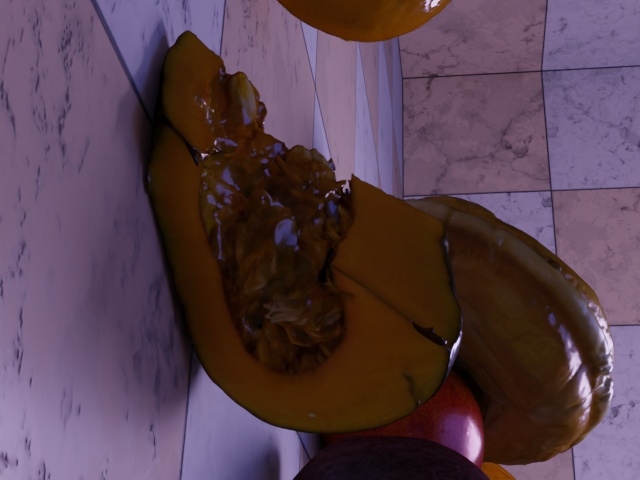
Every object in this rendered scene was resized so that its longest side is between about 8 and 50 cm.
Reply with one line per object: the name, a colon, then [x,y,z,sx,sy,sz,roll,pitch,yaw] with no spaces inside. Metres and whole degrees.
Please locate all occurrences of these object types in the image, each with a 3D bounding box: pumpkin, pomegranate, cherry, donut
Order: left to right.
pumpkin: [0.000,0.001,0.740,0.139,0.190,0.280,-80,166,-53]
cherry: [0.063,0.294,1.025,0.239,0.239,0.206,-23,89,-82]
pomegranate: [0.098,0.241,1.402,0.221,0.221,0.256,80,-17,-49]
donut: [0.205,0.135,1.526,0.198,0.449,0.449,-44,142,-34]

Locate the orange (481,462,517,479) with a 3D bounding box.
orange: [0.185,0.466,1.635,0.312,0.312,0.312,-2,90,-83]

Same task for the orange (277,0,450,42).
orange: [0.042,-0.298,1.033,0.193,0.219,0.219,-66,153,-64]

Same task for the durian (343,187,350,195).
durian: [0.053,-0.044,1.617,0.080,0.080,0.091,-82,156,-54]
